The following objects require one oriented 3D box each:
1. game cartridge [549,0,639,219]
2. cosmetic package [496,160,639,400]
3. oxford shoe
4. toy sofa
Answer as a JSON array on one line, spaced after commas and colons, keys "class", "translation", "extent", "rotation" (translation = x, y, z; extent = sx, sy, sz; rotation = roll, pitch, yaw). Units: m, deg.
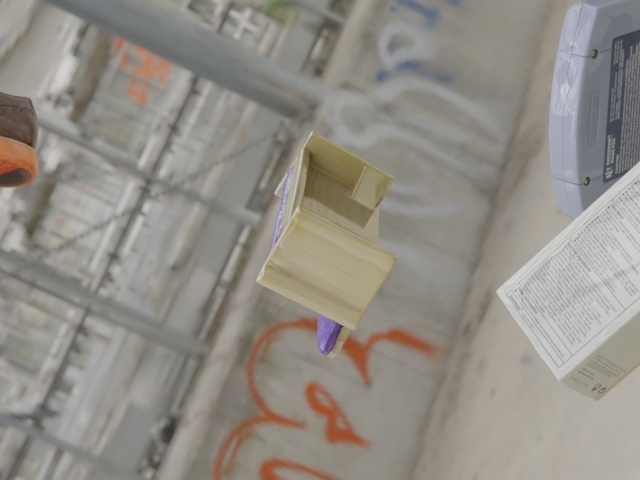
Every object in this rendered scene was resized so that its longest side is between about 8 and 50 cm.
[{"class": "game cartridge", "translation": [0.383, -0.184, 1.952], "extent": [0.062, 0.198, 0.297], "rotation": [28, 127, 47]}, {"class": "cosmetic package", "translation": [0.381, 0.028, 1.764], "extent": [0.309, 0.113, 0.160], "rotation": [-42, 52, 15]}, {"class": "oxford shoe", "translation": [-0.529, -0.176, 1.894], "extent": [0.130, 0.363, 0.133], "rotation": [-21, 60, 43]}, {"class": "toy sofa", "translation": [0.000, 0.000, 2.054], "extent": [0.177, 0.150, 0.362], "rotation": [-59, 9, 20]}]
